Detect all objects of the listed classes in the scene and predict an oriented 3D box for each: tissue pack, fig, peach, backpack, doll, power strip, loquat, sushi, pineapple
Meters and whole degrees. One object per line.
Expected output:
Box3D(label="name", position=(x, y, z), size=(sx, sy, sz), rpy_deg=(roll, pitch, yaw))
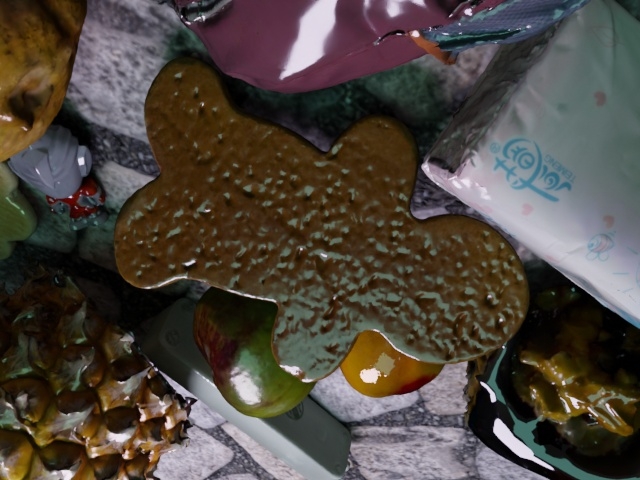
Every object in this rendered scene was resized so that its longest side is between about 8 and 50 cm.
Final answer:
Box3D(label="tissue pack", position=(0.254, -0.064, 0.560), size=(0.271, 0.124, 0.202), rpy_deg=(33, 92, -13))
Box3D(label="fig", position=(-0.066, 0.111, 0.777), size=(0.191, 0.181, 0.181), rpy_deg=(-41, 112, 8))
Box3D(label="peach", position=(0.086, 0.124, 0.776), size=(0.138, 0.138, 0.138), rpy_deg=(6, 128, 8))
Box3D(label="backpack", position=(0.013, -0.248, 0.455), size=(0.317, 0.197, 0.284), rpy_deg=(-15, 102, 27))
Box3D(label="doll", position=(-0.307, -0.077, 0.744), size=(0.093, 0.079, 0.180), rpy_deg=(-11, 139, 2))
Box3D(label="power strip", position=(-0.090, 0.234, 0.925), size=(0.062, 0.091, 0.385), rpy_deg=(-31, 116, 34))
Box3D(label="loquat", position=(-0.358, -0.196, 0.548), size=(0.283, 0.276, 0.276), rpy_deg=(31, 127, -9))
Box3D(label="sushi", position=(0.272, 0.151, 0.701), size=(0.203, 0.213, 0.200), rpy_deg=(14, 125, 8))
Box3D(label="pineapple", position=(-0.360, 0.223, 0.793), size=(0.352, 0.300, 0.353), rpy_deg=(33, 145, 27))

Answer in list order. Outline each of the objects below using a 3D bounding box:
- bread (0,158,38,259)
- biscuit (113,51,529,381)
Box3D(label="bread", position=(-0.465, -0.086, 0.789), size=(0.250, 0.039, 0.181), rpy_deg=(40, 124, -18))
Box3D(label="biscuit", position=(0.000, -0.001, 0.658), size=(0.431, 0.064, 0.283), rpy_deg=(19, 98, 6))
